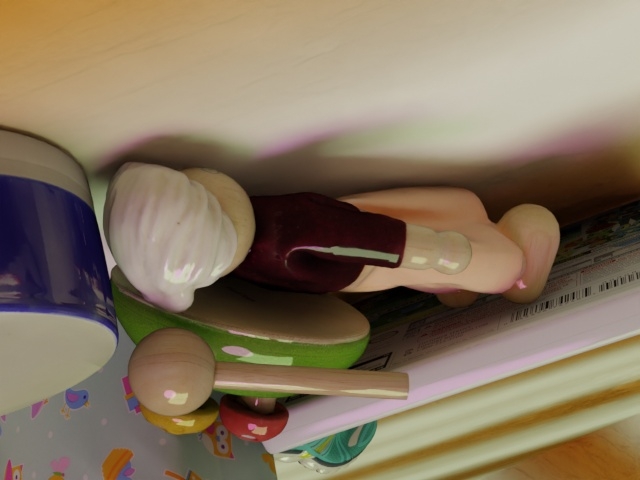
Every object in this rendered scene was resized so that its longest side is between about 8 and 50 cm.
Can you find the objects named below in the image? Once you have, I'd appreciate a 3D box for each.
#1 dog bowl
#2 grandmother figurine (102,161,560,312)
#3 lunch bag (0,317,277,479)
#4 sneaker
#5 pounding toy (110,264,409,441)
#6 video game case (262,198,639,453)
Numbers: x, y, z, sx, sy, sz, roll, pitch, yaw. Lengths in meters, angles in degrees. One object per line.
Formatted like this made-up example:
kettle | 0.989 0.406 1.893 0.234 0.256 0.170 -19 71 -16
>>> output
dog bowl | -0.251 0.038 0.709 0.264 0.104 0.265 -15 163 -5
grandmother figurine | 0.000 0.000 0.837 0.207 0.104 0.342 -18 164 42
lunch bag | -0.173 0.173 1.001 0.262 0.223 0.160 -27 153 30
sneaker | 0.001 0.213 1.507 0.110 0.107 0.275 -34 158 22
pounding toy | -0.059 0.094 0.847 0.183 0.110 0.237 11 -170 -15
video game case | 0.132 0.060 1.034 0.329 0.036 0.300 -21 -172 16
